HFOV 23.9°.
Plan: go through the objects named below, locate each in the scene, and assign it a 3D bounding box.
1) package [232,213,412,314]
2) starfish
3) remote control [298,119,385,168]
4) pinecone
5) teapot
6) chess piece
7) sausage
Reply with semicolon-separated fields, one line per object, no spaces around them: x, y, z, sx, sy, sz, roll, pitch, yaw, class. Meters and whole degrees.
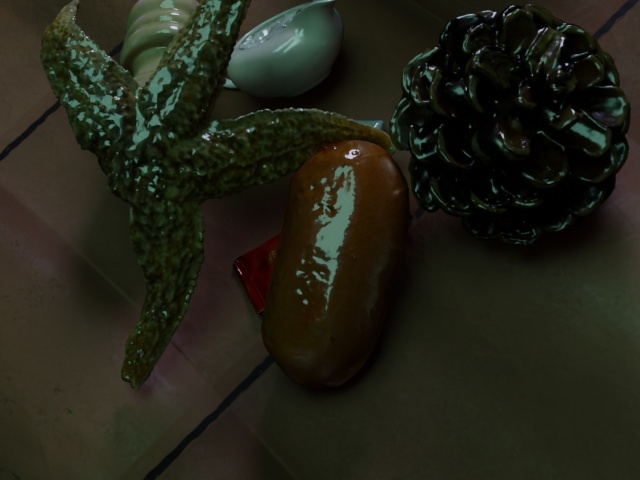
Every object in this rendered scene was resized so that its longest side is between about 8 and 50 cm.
0.000;0.000;1.649;0.200;0.022;0.083;-33;53;2;package
-0.144;-0.108;1.603;0.383;0.132;0.398;-32;89;-8;starfish
-0.009;-0.114;1.719;0.166;0.029;0.065;3;62;23;remote control
0.192;-0.128;1.512;0.243;0.257;0.244;-3;54;4;pinecone
-0.046;-0.217;1.753;0.226;0.092;0.145;-16;22;37;teapot
-0.189;-0.223;1.803;0.124;0.139;0.307;0;56;5;chess piece
0.017;0.023;1.548;0.133;0.133;0.258;10;80;26;sausage
